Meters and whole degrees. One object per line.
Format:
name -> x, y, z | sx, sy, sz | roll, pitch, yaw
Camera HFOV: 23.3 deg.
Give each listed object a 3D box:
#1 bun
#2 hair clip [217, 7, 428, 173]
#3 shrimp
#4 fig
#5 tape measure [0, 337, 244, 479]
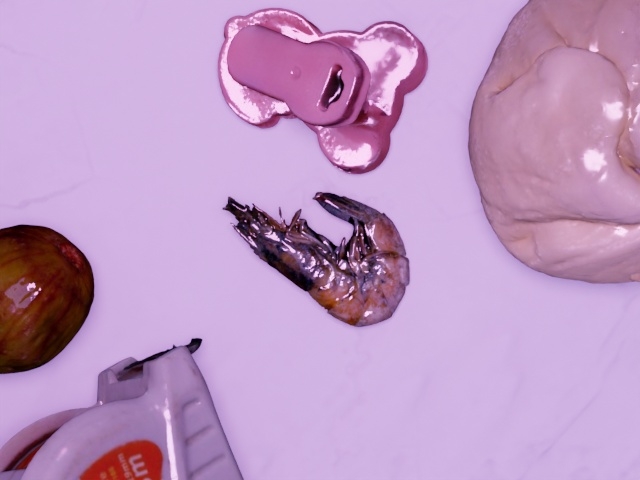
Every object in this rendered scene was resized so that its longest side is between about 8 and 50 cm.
bun -> 0.237, -0.089, 1.146 | 0.259, 0.160, 0.259 | 0, 93, 3
hair clip -> -0.002, -0.125, 1.209 | 0.138, 0.102, 0.123 | 20, 94, 32
shrimp -> 0.000, 0.000, 1.223 | 0.161, 0.034, 0.091 | 33, 83, -8
fig -> -0.243, 0.058, 1.194 | 0.155, 0.109, 0.103 | -42, 51, 15
tape measure -> -0.151, 0.231, 1.166 | 0.246, 0.125, 0.243 | -27, 95, -37
